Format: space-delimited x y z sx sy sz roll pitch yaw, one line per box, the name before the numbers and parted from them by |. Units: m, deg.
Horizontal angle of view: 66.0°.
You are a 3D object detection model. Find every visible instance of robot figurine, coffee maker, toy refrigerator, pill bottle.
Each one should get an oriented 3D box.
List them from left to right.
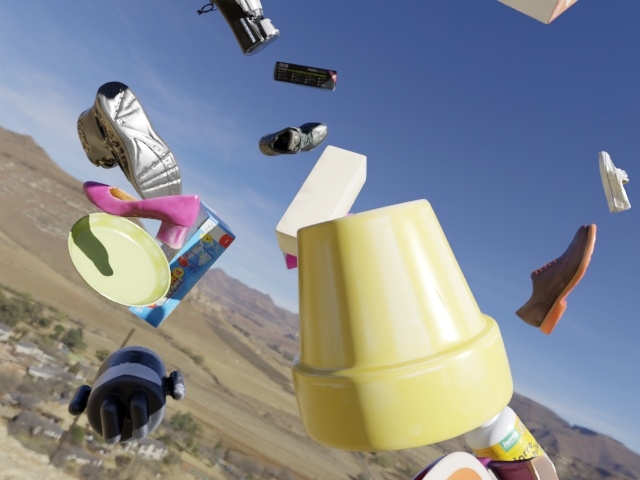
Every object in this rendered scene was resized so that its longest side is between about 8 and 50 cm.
robot figurine | -0.453 0.364 1.170 0.209 0.173 0.278 36 0 -20
coffee maker | -0.229 -0.630 1.428 0.171 0.120 0.178 -21 -76 34
toy refrigerator | 0.007 -0.084 1.134 0.102 0.269 0.094 19 -31 16
pill bottle | 0.374 0.416 1.016 0.208 0.118 0.117 53 -12 0

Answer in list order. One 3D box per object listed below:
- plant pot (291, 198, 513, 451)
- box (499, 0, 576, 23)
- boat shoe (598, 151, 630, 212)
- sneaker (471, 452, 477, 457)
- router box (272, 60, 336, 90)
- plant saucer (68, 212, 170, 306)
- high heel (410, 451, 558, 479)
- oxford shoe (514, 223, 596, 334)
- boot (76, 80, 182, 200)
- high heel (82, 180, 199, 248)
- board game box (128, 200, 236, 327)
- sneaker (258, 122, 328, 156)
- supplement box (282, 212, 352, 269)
plant pot | 0.076 0.083 0.599 0.254 0.238 0.254 -14 0 0
box | 0.606 -0.722 1.194 0.168 0.345 0.215 40 -26 21
boat shoe | 0.461 -0.094 0.771 0.035 0.100 0.035 -13 -16 28
sneaker | 0.466 0.598 1.200 0.252 0.111 0.103 32 10 31
router box | -0.033 -0.327 0.985 0.123 0.038 0.092 7 14 -9
plant saucer | -0.440 0.048 1.077 0.241 0.037 0.240 41 27 -26
high heel | 0.171 0.360 0.656 0.377 0.127 0.181 20 -43 -42
oxford shoe | 0.541 0.077 1.131 0.098 0.271 0.097 27 6 25
boot | -0.564 -0.246 1.433 0.284 0.138 0.377 0 -58 50
high heel | -0.352 -0.088 0.966 0.244 0.117 0.082 30 15 13
board game box | -0.381 0.048 1.346 0.086 0.302 0.308 42 -3 -21
sneaker | -0.059 -0.303 1.475 0.228 0.087 0.130 -16 17 -25
supplement box | 0.000 0.000 1.413 0.111 0.113 0.220 -17 -2 43
